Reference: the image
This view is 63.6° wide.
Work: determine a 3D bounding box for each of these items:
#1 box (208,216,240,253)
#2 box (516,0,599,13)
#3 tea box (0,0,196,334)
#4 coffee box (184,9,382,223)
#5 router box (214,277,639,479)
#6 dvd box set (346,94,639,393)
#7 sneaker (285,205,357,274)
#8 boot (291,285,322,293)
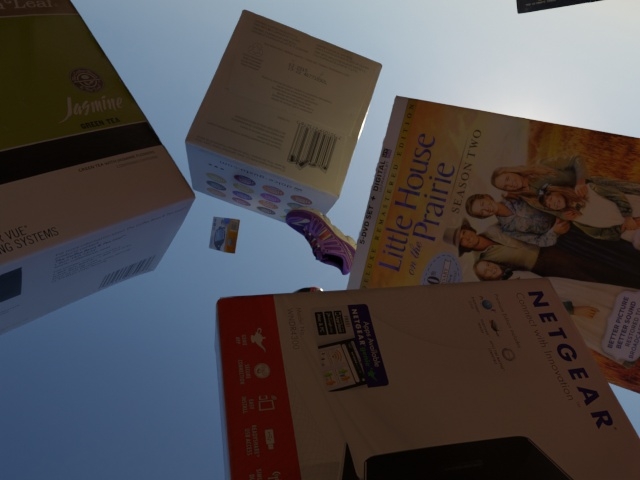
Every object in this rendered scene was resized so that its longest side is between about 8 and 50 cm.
[{"bbox_3d":[-0.236,-0.015,1.246,0.028,0.081,0.136,9,179,-33],"label":"box"},{"bbox_3d":[0.428,-0.448,0.808,0.232,0.059,0.184,0,-127,21],"label":"box"},{"bbox_3d":[-0.386,-0.077,0.584,0.328,0.220,0.324,-26,-100,-40],"label":"tea box"},{"bbox_3d":[-0.096,-0.259,1.237,0.337,0.334,0.339,20,-105,-7],"label":"coffee box"},{"bbox_3d":[0.088,0.188,0.359,0.300,0.082,0.336,-3,-129,-15],"label":"router box"},{"bbox_3d":[0.265,-0.012,0.708,0.419,0.308,0.062,18,-171,23],"label":"dvd box set"},{"bbox_3d":[0.000,0.000,0.966,0.169,0.068,0.071,36,-124,10],"label":"sneaker"},{"bbox_3d":[0.012,0.145,1.035,0.244,0.089,0.176,-11,-150,32],"label":"boot"}]
